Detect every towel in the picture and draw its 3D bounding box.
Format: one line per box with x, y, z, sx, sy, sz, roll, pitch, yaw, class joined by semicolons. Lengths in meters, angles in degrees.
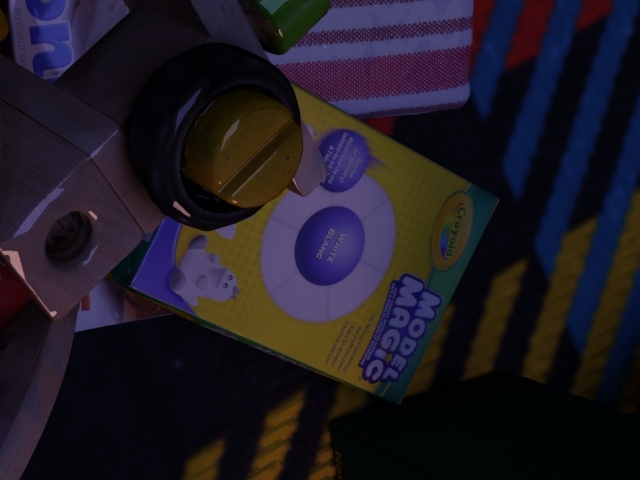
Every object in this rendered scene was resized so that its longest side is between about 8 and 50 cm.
-0.003;-0.146;0.842;0.144;0.029;0.197;-6;103;-23;towel

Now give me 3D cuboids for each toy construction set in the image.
-0.143;-0.061;0.658;0.237;0.257;0.309;-43;110;-7;toy construction set

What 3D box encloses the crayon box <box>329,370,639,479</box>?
0.137;0.262;0.803;0.106;0.313;0.363;-14;103;-22;crayon box

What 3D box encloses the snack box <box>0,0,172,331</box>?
-0.095;-0.053;0.813;0.064;0.022;0.178;-10;102;-24;snack box

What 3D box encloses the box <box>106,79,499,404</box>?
0.000;0.000;0.837;0.179;0.043;0.105;26;90;-40;box
